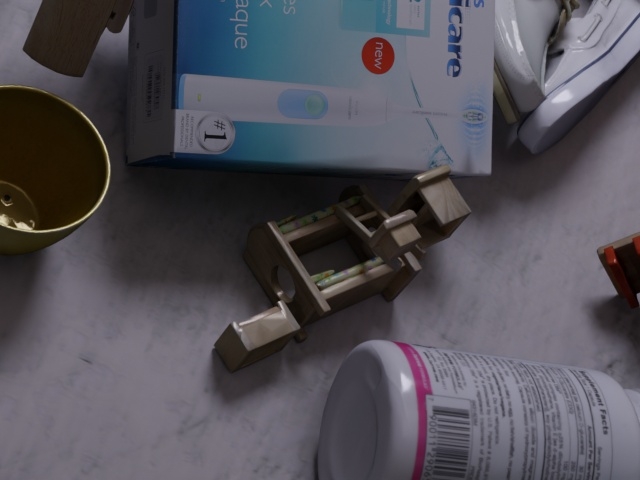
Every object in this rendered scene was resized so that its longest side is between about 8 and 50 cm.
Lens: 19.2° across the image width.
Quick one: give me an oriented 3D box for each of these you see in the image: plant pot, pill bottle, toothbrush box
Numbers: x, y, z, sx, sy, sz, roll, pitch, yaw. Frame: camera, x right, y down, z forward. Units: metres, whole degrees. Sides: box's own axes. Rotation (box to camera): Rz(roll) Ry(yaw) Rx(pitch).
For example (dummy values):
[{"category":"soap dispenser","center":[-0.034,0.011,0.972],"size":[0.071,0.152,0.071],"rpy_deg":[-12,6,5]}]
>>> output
[{"category":"plant pot","center":[-0.243,-0.041,1.486],"size":[0.134,0.095,0.134],"rpy_deg":[12,57,-19]},{"category":"pill bottle","center":[0.155,0.173,1.503],"size":[0.283,0.160,0.160],"rpy_deg":[9,57,-21]},{"category":"toothbrush box","center":[-0.006,-0.163,1.606],"size":[0.296,0.126,0.216],"rpy_deg":[3,88,-26]}]

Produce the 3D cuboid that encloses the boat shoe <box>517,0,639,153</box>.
[{"category":"boat shoe","center":[0.241,-0.169,1.811],"size":[0.084,0.095,0.258],"rpy_deg":[40,41,7]}]

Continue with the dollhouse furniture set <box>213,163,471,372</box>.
[{"category":"dollhouse furniture set","center":[0.000,0.000,1.535],"size":[0.182,0.161,0.101],"rpy_deg":[-22,72,-35]}]

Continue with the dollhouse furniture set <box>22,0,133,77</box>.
[{"category":"dollhouse furniture set","center":[-0.283,-0.271,1.598],"size":[0.286,0.198,0.303],"rpy_deg":[24,31,-7]}]

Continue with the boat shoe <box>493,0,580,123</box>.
[{"category":"boat shoe","center":[0.184,-0.236,1.755],"size":[0.103,0.113,0.302],"rpy_deg":[-16,46,12]}]

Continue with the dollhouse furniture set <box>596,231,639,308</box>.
[{"category":"dollhouse furniture set","center":[0.337,0.093,1.614],"size":[0.262,0.135,0.259],"rpy_deg":[56,17,-41]}]
